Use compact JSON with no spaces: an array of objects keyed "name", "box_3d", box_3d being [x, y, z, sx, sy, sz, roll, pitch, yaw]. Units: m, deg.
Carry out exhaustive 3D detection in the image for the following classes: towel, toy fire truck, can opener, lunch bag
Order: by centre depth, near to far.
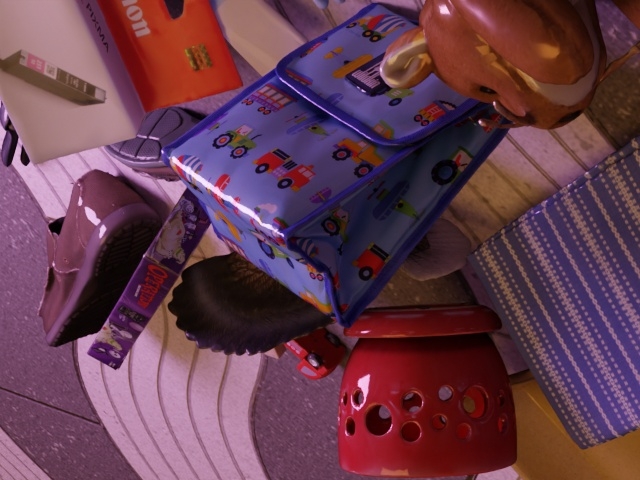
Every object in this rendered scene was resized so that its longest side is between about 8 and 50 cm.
[{"name":"lunch bag","box_3d":[0.039,-0.096,1.605,0.221,0.293,0.138,33,162,48]},{"name":"towel","box_3d":[0.293,0.051,1.643,0.243,0.040,0.336,61,145,6]},{"name":"toy fire truck","box_3d":[-0.065,0.117,2.242,0.192,0.047,0.135,41,151,1]},{"name":"can opener","box_3d":[-0.399,-0.148,2.303,0.059,0.073,0.186,2,152,-8]}]

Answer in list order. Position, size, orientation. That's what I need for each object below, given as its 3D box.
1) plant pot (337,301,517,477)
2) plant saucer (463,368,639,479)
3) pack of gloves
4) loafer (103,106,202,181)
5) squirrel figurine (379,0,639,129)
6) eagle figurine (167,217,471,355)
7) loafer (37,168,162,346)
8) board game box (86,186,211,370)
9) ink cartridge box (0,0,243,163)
[{"name":"plant pot","box_3d":[0.110,0.155,1.831,0.191,0.191,0.174,-5,87,52]},{"name":"plant saucer","box_3d":[0.351,0.235,1.867,0.333,0.081,0.333,47,150,-9]},{"name":"pack of gloves","box_3d":[-0.075,-0.300,1.739,0.232,0.046,0.195,45,136,-4]},{"name":"loafer","box_3d":[-0.148,-0.097,2.025,0.267,0.096,0.084,7,141,43]},{"name":"squirrel figurine","box_3d":[0.127,-0.277,1.355,0.397,0.281,0.370,48,163,19]},{"name":"eagle figurine","box_3d":[-0.005,-0.010,1.853,0.298,0.226,0.225,-46,52,45]},{"name":"loafer","box_3d":[-0.310,0.021,2.359,0.130,0.134,0.366,59,144,19]},{"name":"board game box","box_3d":[-0.162,0.005,1.905,0.056,0.208,0.347,28,155,-6]},{"name":"ink cartridge box","box_3d":[-0.239,-0.232,1.771,0.239,0.060,0.275,-14,117,17]}]
